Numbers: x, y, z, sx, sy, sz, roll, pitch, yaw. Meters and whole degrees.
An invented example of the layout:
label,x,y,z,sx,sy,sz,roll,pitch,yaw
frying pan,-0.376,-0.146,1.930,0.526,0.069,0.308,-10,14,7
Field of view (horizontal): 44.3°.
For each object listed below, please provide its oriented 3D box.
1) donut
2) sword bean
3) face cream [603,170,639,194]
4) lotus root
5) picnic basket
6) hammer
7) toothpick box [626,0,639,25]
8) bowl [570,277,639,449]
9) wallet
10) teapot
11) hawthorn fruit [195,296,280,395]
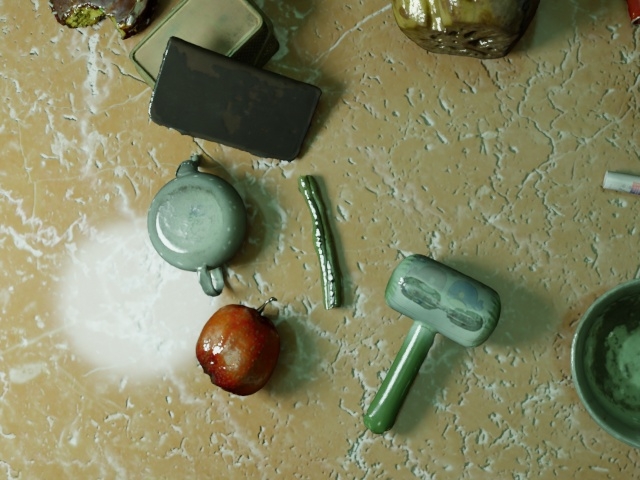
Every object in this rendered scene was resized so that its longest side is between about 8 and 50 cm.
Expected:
label,x,y,z,sx,sy,sz,roll,pitch,yaw
donut,-0.440,-0.519,1.622,0.231,0.096,0.216,-2,81,11
sword bean,0.000,-0.001,1.513,0.043,0.038,0.269,-10,81,-15
face cream,0.578,-0.098,1.410,0.130,0.034,0.034,11,87,11
lotus root,0.256,-0.462,1.390,0.317,0.316,0.249,3,93,11
picnic basket,-0.223,-0.374,1.541,0.267,0.139,0.165,-44,78,4
hammer,0.173,0.203,1.428,0.207,0.119,0.335,28,97,13
toothpick box,0.581,-0.441,1.438,0.047,0.047,0.083,-14,81,9
bowl,0.561,0.205,1.326,0.290,0.146,0.289,-1,84,9
wallet,-0.160,-0.256,1.473,0.310,0.042,0.165,14,107,-24
teapot,-0.234,-0.034,1.518,0.193,0.129,0.294,-14,84,9
hawthorn fruit,-0.141,0.185,1.463,0.157,0.157,0.194,31,85,12
